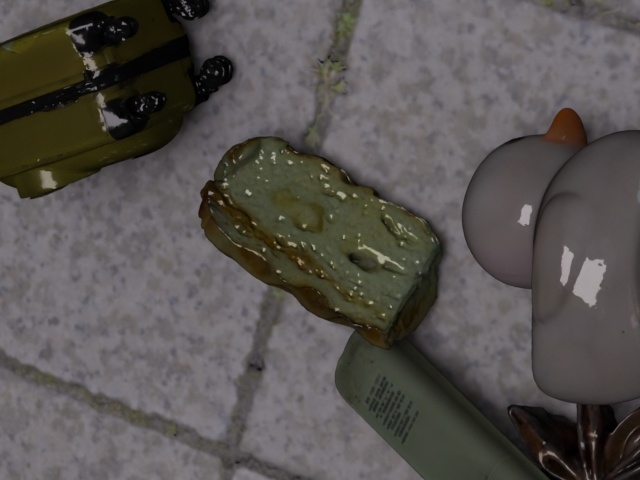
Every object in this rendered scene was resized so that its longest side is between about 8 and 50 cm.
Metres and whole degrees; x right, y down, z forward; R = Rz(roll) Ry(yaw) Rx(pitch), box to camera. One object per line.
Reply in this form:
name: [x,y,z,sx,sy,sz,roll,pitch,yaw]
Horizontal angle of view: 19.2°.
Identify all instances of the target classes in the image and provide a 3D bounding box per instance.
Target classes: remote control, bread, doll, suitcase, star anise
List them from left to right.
suitcase: [-0.220,-0.131,1.726,0.235,0.194,0.143,-16,100,24]
bread: [0.000,0.000,1.706,0.232,0.088,0.128,33,72,12]
remote control: [0.120,0.186,1.653,0.309,0.038,0.090,43,125,32]
doll: [0.210,0.010,1.569,0.221,0.221,0.251,2,81,23]
star anise: [0.247,0.228,1.626,0.209,0.089,0.231,18,109,34]
